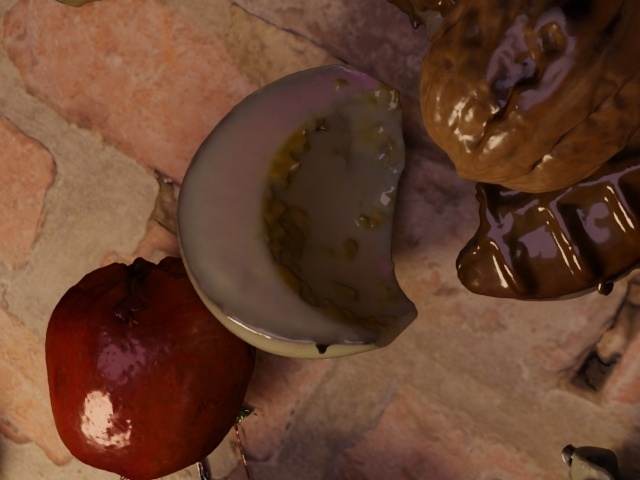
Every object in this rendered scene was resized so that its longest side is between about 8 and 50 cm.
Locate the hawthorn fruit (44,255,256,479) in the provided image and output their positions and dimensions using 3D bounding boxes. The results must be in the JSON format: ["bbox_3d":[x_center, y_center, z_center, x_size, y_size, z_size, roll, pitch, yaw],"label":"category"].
[{"bbox_3d":[-0.177,0.156,0.924,0.211,0.211,0.299,17,107,24],"label":"hawthorn fruit"}]

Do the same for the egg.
[{"bbox_3d":[-0.019,-0.004,0.838,0.206,0.162,0.271,-4,67,4],"label":"egg"}]

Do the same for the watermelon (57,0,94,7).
[{"bbox_3d":[-0.203,-0.373,0.880,0.322,0.175,0.188,-22,87,27],"label":"watermelon"}]

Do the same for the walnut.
[{"bbox_3d":[0.153,-0.115,0.624,0.155,0.155,0.184,43,109,16],"label":"walnut"}]

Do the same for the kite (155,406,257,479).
[{"bbox_3d":[-0.138,0.249,1.027,0.198,0.006,0.244,-25,85,27],"label":"kite"}]

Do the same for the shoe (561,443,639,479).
[{"bbox_3d":[0.246,0.278,0.771,0.342,0.132,0.211,-28,80,24],"label":"shoe"}]

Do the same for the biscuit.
[{"bbox_3d":[0.196,-0.138,0.742,0.268,0.115,0.366,-22,88,29],"label":"biscuit"}]
